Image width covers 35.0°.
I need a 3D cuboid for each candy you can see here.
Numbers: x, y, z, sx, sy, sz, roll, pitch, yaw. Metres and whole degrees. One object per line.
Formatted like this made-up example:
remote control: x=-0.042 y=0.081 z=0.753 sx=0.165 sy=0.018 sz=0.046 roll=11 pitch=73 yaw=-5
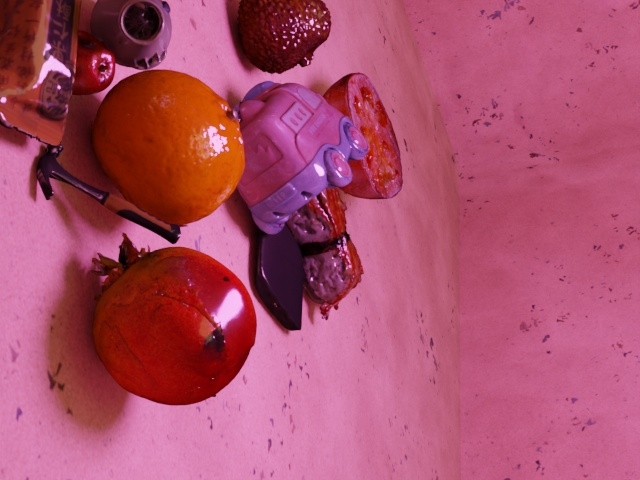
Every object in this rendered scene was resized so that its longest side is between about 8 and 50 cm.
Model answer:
candy: x=-0.341 y=-0.246 z=1.212 sx=0.143 sy=0.101 sz=0.271 roll=32 pitch=53 yaw=-65

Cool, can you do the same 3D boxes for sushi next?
sushi: x=0.000 y=0.000 z=2.100 sx=0.332 sy=0.130 sz=0.124 roll=70 pitch=24 yaw=-12

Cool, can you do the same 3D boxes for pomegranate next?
pomegranate: x=-0.195 y=0.099 z=1.305 sx=0.235 sy=0.210 sz=0.210 roll=52 pitch=18 yaw=3

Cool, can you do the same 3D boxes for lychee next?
lychee: x=-0.078 y=-0.419 z=2.005 sx=0.194 sy=0.195 sz=0.194 roll=-10 pitch=90 yaw=-72

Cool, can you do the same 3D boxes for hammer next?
hammer: x=-0.266 y=-0.047 z=1.285 sx=0.201 sy=0.021 sz=0.078 roll=30 pitch=44 yaw=-21

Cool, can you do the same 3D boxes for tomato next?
tomato: x=0.074 y=-0.235 z=2.415 sx=0.338 sy=0.144 sz=0.338 roll=-15 pitch=90 yaw=-71

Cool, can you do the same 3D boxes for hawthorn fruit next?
hawthorn fruit: x=-0.307 y=-0.227 z=1.313 sx=0.093 sy=0.093 sz=0.093 roll=-10 pitch=90 yaw=-72

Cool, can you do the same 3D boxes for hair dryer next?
hair dryer: x=-0.274 y=-0.335 z=1.315 sx=0.296 sy=0.119 sz=0.298 roll=48 pitch=-12 yaw=53

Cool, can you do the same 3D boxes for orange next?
orange: x=-0.205 y=-0.127 z=1.383 sx=0.219 sy=0.193 sz=0.219 roll=159 pitch=-90 yaw=-76

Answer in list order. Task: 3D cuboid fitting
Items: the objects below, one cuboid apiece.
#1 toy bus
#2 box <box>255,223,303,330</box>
toy bus: x=-0.067 y=-0.175 z=1.861 sx=0.232 sy=0.197 sz=0.294 roll=50 pitch=29 yaw=-12
box: x=-0.077 y=0.052 z=1.946 sx=0.212 sy=0.042 sz=0.201 roll=56 pitch=29 yaw=-52
